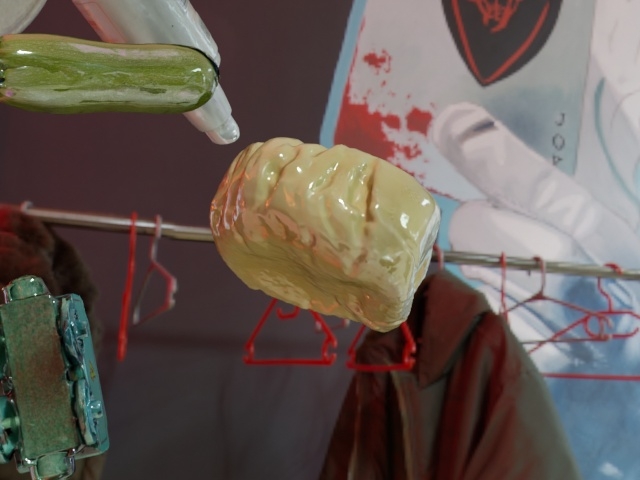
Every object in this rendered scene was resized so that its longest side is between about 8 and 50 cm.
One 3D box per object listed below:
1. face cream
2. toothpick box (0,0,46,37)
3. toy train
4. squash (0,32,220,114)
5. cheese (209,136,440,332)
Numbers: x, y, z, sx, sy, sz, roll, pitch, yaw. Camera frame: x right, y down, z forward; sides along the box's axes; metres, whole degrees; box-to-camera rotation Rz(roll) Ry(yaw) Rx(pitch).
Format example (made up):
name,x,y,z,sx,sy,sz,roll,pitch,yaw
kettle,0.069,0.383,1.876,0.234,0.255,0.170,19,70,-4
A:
name,x,y,z,sx,sy,sz,roll,pitch,yaw
face cream,-0.166,-0.204,0.835,0.101,0.101,0.251,-3,-41,30
toothpick box,-0.606,-0.478,1.046,0.425,0.408,0.409,34,0,19
toy train,-0.271,0.136,0.755,0.107,0.197,0.154,-12,-8,-9
squash,-0.145,-0.108,0.502,0.183,0.052,0.052,-9,1,-44
cheese,0.000,0.000,0.730,0.214,0.117,0.226,19,-29,5
